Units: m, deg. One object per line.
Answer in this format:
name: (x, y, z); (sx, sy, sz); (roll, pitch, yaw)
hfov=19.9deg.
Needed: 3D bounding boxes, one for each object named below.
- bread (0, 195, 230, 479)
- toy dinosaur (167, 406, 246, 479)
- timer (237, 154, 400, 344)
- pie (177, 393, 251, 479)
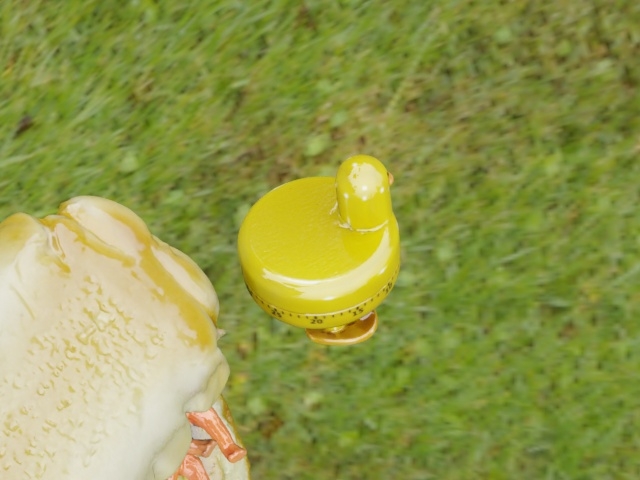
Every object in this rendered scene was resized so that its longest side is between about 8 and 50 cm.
bread: (-0.169, 0.114, 0.997); (0.173, 0.121, 0.311); (41, 51, -8)
toy dinosaur: (-0.102, 0.123, 1.264); (0.055, 0.101, 0.280); (-29, 141, -40)
timer: (0.000, 0.000, 1.165); (0.107, 0.109, 0.107); (-4, 48, 4)
pie: (-0.179, 0.193, 1.806); (0.092, 0.315, 0.315); (-20, 94, -35)
